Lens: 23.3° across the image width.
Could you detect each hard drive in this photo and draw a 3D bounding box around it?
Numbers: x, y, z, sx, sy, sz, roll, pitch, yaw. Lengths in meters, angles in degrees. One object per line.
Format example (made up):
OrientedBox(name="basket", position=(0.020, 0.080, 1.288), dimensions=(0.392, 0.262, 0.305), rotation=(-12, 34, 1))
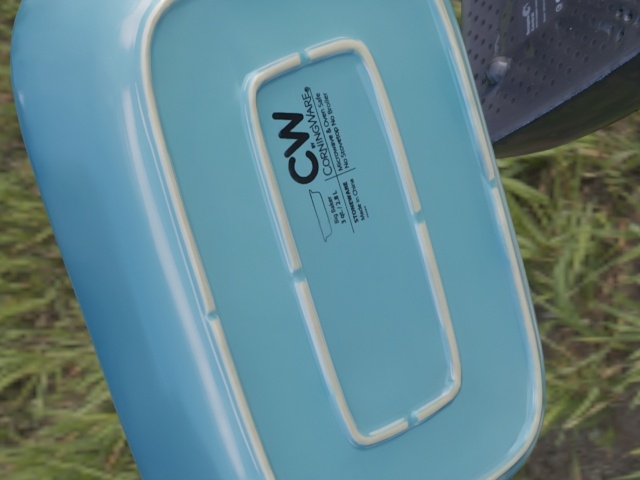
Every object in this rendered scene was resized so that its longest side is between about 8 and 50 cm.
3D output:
OrientedBox(name="hard drive", position=(0.155, -0.148, 0.713), dimensions=(0.254, 0.054, 0.172), rotation=(-36, 43, 50))

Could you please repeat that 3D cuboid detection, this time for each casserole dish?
OrientedBox(name="casserole dish", position=(0.000, 0.000, 0.369), dimensions=(0.037, 0.114, 0.188), rotation=(3, 114, 57))
